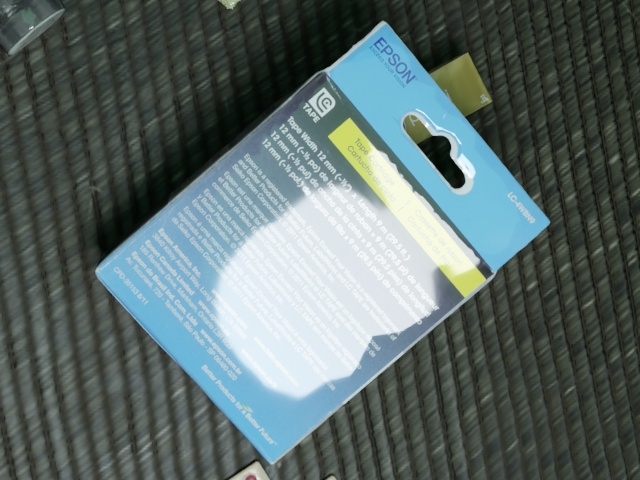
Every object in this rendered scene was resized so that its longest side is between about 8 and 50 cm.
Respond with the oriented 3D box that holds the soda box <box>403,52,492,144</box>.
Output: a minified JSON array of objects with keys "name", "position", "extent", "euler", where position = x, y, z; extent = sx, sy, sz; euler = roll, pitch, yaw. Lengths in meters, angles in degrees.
[{"name":"soda box","position":[0.081,-0.123,1.304],"extent":[0.181,0.061,0.058],"euler":[-31,97,-15]}]

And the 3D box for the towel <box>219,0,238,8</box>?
[{"name":"towel","position":[-0.084,-0.315,1.282],"extent":[0.110,0.027,0.148],"euler":[38,77,-13]}]

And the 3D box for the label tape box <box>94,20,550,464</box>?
[{"name":"label tape box","position":[0.000,0.000,1.211],"extent":[0.347,0.115,0.249],"euler":[-41,99,0]}]

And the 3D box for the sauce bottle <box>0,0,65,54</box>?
[{"name":"sauce bottle","position":[-0.367,-0.324,1.159],"extent":[0.111,0.111,0.344],"euler":[-43,101,-13]}]

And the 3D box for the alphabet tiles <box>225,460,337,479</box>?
[{"name":"alphabet tiles","position":[-0.046,0.409,1.276],"extent":[0.285,0.011,0.343],"euler":[-32,97,-15]}]
